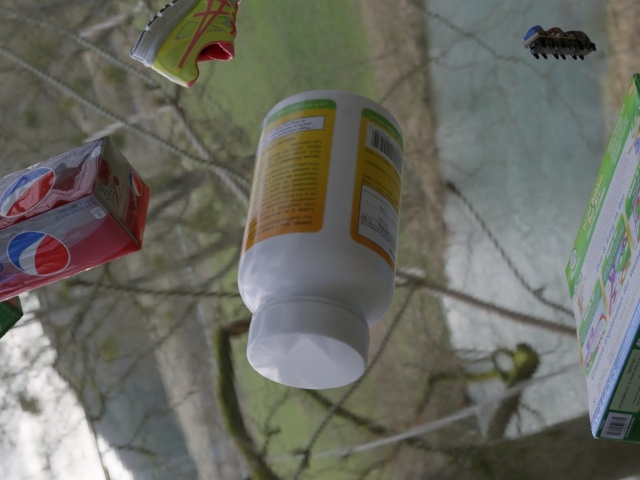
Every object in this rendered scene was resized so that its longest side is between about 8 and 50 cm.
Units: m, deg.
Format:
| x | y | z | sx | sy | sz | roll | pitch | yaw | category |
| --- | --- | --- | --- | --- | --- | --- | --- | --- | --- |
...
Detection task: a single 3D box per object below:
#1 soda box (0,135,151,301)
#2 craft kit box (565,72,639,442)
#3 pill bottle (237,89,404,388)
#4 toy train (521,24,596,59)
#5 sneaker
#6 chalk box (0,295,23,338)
| x | y | z | sx | sy | sz | roll | pitch | yaw | category |
| --- | --- | --- | --- | --- | --- | --- | --- | --- | --- |
| -0.301 | -0.005 | 1.185 | 0.083 | 0.263 | 0.092 | 55 | -155 | -38 | soda box |
| 0.294 | 0.014 | 1.122 | 0.246 | 0.061 | 0.249 | -89 | 7 | -52 | craft kit box |
| 0.000 | 0.000 | 1.066 | 0.136 | 0.136 | 0.245 | 80 | -167 | -55 | pill bottle |
| 0.268 | -0.224 | 1.361 | 0.158 | 0.027 | 0.036 | -12 | -110 | -55 | toy train |
| -0.128 | -0.254 | 1.410 | 0.094 | 0.208 | 0.081 | 40 | 153 | -5 | sneaker |
| -0.482 | 0.058 | 1.445 | 0.179 | 0.289 | 0.180 | 43 | -174 | -32 | chalk box |
